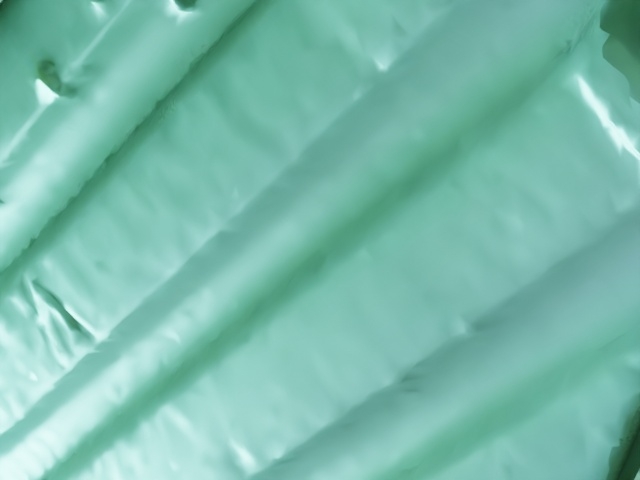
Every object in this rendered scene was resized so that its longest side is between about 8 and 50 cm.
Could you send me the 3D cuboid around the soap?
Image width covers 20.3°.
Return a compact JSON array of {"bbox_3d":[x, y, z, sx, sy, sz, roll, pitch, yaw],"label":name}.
[{"bbox_3d":[0.000,0.000,0.636,0.261,0.156,0.446,52,137,4],"label":"soap"}]
